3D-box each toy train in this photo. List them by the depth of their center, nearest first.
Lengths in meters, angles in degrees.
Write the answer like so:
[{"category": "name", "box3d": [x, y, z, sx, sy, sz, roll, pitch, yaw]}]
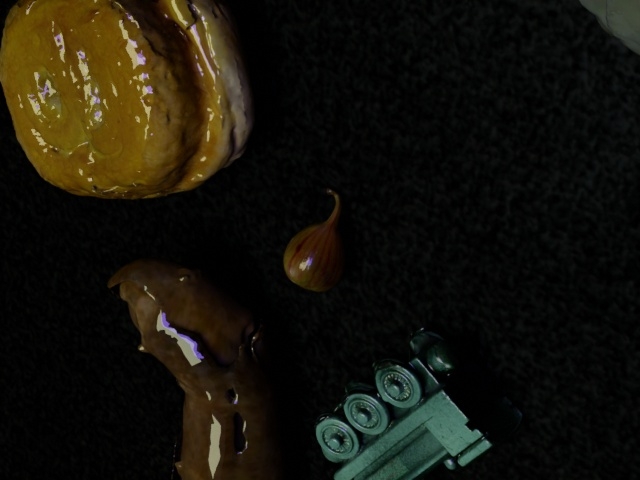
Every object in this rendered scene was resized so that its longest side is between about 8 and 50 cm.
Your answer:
[{"category": "toy train", "box3d": [0.069, 0.145, 1.380, 0.111, 0.071, 0.170, 49, 132, 4]}]

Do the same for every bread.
[{"category": "bread", "box3d": [-0.162, -0.129, 1.422, 0.236, 0.120, 0.198, -4, 107, 42]}]

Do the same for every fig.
[{"category": "fig", "box3d": [0.000, 0.000, 1.396, 0.050, 0.050, 0.083, 26, 104, 30]}]

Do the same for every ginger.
[{"category": "ginger", "box3d": [-0.090, 0.154, 1.494, 0.133, 0.107, 0.309, -4, 110, 27]}]

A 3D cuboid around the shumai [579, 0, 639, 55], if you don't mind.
[{"category": "shumai", "box3d": [0.236, -0.179, 0.946, 0.330, 0.288, 0.292, 12, 116, 35]}]
